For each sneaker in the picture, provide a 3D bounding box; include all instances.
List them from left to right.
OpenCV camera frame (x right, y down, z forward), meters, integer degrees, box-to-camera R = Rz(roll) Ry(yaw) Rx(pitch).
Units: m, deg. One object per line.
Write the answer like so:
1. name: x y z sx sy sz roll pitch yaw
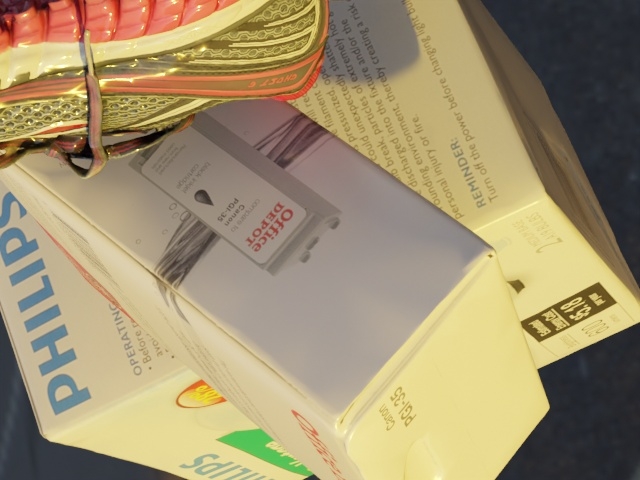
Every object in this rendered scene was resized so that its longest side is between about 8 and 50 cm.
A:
1. sneaker: -0.141 -0.074 0.821 0.112 0.299 0.121 71 -173 -46

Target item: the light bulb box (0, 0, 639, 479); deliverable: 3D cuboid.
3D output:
1. light bulb box: 0.000 0.000 1.298 0.358 0.361 0.225 34 -149 -64

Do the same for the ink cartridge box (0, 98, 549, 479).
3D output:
1. ink cartridge box: -0.030 0.016 0.950 0.283 0.117 0.207 37 167 28
